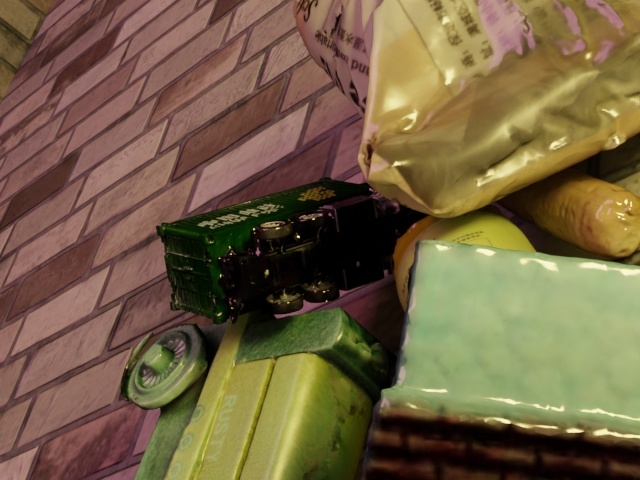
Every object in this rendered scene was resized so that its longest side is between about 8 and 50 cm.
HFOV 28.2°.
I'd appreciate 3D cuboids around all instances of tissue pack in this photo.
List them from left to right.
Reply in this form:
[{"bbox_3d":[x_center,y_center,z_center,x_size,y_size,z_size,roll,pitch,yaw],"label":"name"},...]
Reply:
[{"bbox_3d":[0.174,-0.199,1.082,0.390,0.195,0.375,-24,34,-1],"label":"tissue pack"}]

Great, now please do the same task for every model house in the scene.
[{"bbox_3d":[0.163,0.144,0.718,0.230,0.280,0.249,40,-122,-83],"label":"model house"}]

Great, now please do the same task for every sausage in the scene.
[{"bbox_3d":[0.182,-0.050,1.087,0.066,0.066,0.301,-51,26,3],"label":"sausage"}]

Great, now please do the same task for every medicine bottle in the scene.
[{"bbox_3d":[0.133,0.063,0.964,0.124,0.124,0.239,-45,27,13],"label":"medicine bottle"}]

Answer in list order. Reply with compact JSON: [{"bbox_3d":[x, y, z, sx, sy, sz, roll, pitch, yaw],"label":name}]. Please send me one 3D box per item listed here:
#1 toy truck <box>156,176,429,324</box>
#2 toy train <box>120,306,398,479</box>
[{"bbox_3d":[0.000,0.000,1.131,0.259,0.088,0.121,-17,16,-35],"label":"toy truck"},{"bbox_3d":[-0.075,0.215,1.078,0.253,0.160,0.397,-15,44,40],"label":"toy train"}]
